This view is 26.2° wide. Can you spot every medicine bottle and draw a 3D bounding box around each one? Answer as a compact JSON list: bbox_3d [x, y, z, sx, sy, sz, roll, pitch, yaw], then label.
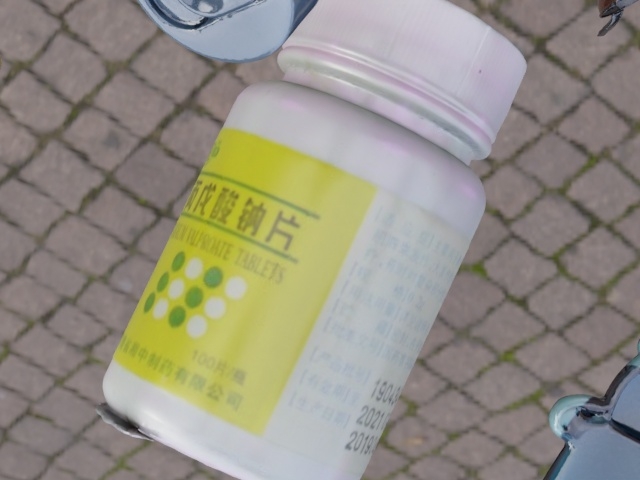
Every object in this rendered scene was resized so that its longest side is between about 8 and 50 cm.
[{"bbox_3d":[0.000,0.000,1.059,0.213,0.378,0.213,25,176,2],"label":"medicine bottle"}]

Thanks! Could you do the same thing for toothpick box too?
[{"bbox_3d":[-0.025,-0.178,0.731,0.101,0.153,0.101,20,140,18],"label":"toothpick box"}]

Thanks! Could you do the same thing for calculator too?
[{"bbox_3d":[0.141,0.111,0.638,0.094,0.019,0.141,27,94,-9],"label":"calculator"}]

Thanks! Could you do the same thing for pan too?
[{"bbox_3d":[0.233,-0.189,1.065,0.068,0.023,0.115,-29,173,-16],"label":"pan"}]

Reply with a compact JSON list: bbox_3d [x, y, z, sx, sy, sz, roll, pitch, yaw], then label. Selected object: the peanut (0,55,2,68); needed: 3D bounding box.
[{"bbox_3d":[-0.292,-0.115,1.073,0.054,0.113,0.054,25,153,14],"label":"peanut"}]
